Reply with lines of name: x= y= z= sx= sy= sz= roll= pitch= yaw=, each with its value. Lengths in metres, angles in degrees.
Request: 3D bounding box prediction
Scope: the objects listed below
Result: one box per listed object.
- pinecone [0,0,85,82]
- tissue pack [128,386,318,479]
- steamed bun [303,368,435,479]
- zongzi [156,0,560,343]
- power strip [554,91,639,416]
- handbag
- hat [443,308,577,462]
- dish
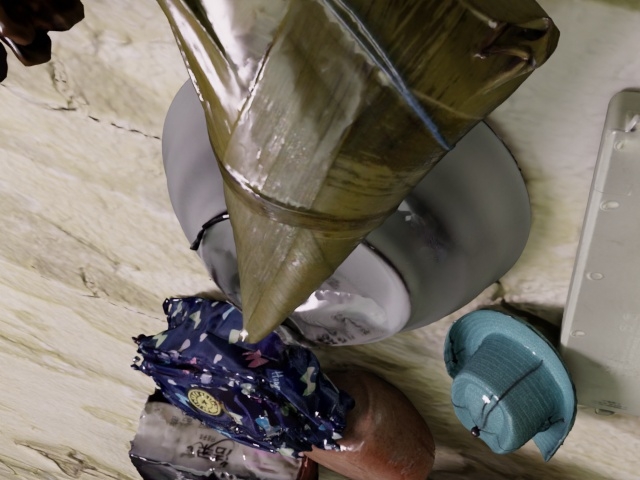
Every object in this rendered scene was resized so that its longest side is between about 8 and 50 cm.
pinecone: x=-0.262 y=-0.163 z=0.408 sx=0.292 sy=0.246 sz=0.246 roll=0 pitch=140 yaw=11
tissue pack: x=-0.123 y=0.340 z=1.067 sx=0.245 sy=0.123 sz=0.332 roll=9 pitch=145 yaw=7
steamed bun: x=0.045 y=0.215 z=0.842 sx=0.145 sy=0.106 sz=0.175 roll=38 pitch=154 yaw=-30
zongzi: x=-0.052 y=-0.092 z=0.410 sx=0.251 sy=0.125 sz=0.274 roll=36 pitch=113 yaw=-14
power strip: x=0.244 y=0.029 z=0.552 sx=0.106 sy=0.043 sz=0.367 roll=9 pitch=142 yaw=16
handbag: x=-0.085 y=0.144 z=0.779 sx=0.260 sy=0.113 sz=0.162 roll=2 pitch=142 yaw=44
hat: x=0.166 y=0.149 z=0.685 sx=0.138 sy=0.078 sz=0.191 roll=38 pitch=156 yaw=33
dish: x=0.000 y=0.000 z=0.584 sx=0.316 sy=0.106 sz=0.316 roll=13 pitch=143 yaw=10
